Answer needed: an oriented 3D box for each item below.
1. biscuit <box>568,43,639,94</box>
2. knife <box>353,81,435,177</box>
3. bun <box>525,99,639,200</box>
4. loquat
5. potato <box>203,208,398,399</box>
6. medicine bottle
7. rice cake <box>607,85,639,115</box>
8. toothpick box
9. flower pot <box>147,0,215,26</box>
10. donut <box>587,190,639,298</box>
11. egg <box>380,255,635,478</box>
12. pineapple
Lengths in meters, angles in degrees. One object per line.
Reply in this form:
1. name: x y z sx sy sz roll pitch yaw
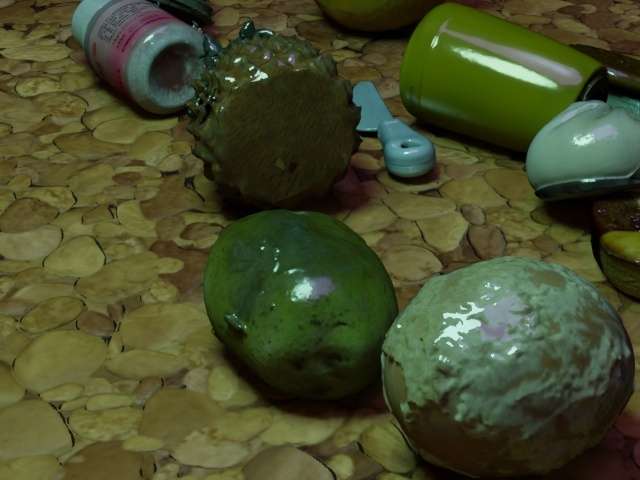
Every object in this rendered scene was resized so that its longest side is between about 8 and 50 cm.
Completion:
1. biscuit: 0.468 -0.252 1.684 0.212 0.036 0.212 15 21 -6
2. knife: 0.083 -0.169 1.601 0.080 0.044 0.331 -14 29 -9
3. bun: 0.342 -0.115 1.389 0.172 0.120 0.173 -6 -5 -1
4. loquat: 0.094 -0.483 1.899 0.274 0.275 0.275 1 33 0
5. potato: -0.023 0.056 1.144 0.197 0.149 0.228 -13 35 5
6. medicine bottle: -0.279 -0.293 1.682 0.147 0.147 0.247 -21 37 -30
7. rice cake: 0.399 -0.233 1.696 0.045 0.042 0.245 -11 32 -40
8. toothpick box: 0.263 -0.216 1.549 0.271 0.175 0.175 25 40 27
9. flower pot: -0.275 -0.446 1.835 0.235 0.141 0.235 15 -2 0
10. donut: 0.394 0.010 1.289 0.166 0.073 0.184 -10 33 -15
11. egg: 0.172 0.115 1.008 0.245 0.203 0.203 -1 31 -22
12. pineapple: -0.091 -0.186 1.483 0.223 0.223 0.357 -10 26 -17
